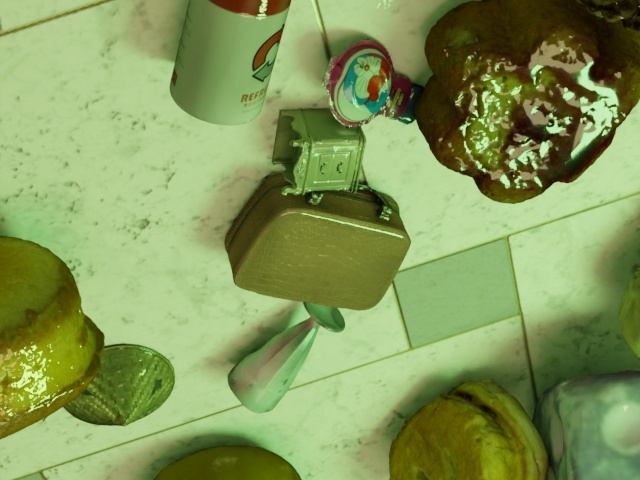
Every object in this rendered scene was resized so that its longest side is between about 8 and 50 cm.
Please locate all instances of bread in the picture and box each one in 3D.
[{"bbox_3d":[-0.362,0.099,1.533,0.268,0.268,0.145,-8,123,-10],"label":"bread"},{"bbox_3d":[0.210,-0.156,1.538,0.232,0.135,0.246,24,124,-22],"label":"bread"},{"bbox_3d":[0.189,0.305,1.928,0.120,0.198,0.236,6,132,-43],"label":"bread"}]

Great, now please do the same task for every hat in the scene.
[{"bbox_3d":[-0.244,0.199,1.779,0.146,0.067,0.146,-9,135,-9],"label":"hat"}]

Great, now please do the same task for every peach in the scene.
[{"bbox_3d":[-0.122,0.374,1.938,0.251,0.153,0.251,2,139,2],"label":"peach"}]

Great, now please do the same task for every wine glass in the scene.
[{"bbox_3d":[-0.043,0.134,1.782,0.073,0.073,0.155,22,120,-33],"label":"wine glass"}]

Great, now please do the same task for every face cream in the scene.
[{"bbox_3d":[-0.079,-0.222,1.407,0.096,0.096,0.214,2,132,-20],"label":"face cream"}]

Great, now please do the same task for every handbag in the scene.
[{"bbox_3d":[0.000,0.000,1.666,0.193,0.072,0.151,11,129,-24],"label":"handbag"}]

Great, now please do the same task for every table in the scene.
[{"bbox_3d":[-0.003,-0.095,1.577,0.083,0.062,0.079,-3,133,-15],"label":"table"}]

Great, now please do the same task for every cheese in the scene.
[{"bbox_3d":[0.056,-0.159,1.544,0.145,0.038,0.095,15,100,-44],"label":"cheese"}]

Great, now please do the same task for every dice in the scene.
[{"bbox_3d":[0.427,0.317,1.905,0.270,0.271,0.270,-1,165,-4],"label":"dice"}]

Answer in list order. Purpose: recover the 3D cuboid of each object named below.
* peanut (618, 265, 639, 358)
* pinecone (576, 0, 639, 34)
[{"bbox_3d":[0.526,0.008,1.777,0.387,0.169,0.192,-39,96,12],"label":"peanut"},{"bbox_3d":[0.329,-0.306,1.391,0.221,0.221,0.221,-9,135,-9],"label":"pinecone"}]
